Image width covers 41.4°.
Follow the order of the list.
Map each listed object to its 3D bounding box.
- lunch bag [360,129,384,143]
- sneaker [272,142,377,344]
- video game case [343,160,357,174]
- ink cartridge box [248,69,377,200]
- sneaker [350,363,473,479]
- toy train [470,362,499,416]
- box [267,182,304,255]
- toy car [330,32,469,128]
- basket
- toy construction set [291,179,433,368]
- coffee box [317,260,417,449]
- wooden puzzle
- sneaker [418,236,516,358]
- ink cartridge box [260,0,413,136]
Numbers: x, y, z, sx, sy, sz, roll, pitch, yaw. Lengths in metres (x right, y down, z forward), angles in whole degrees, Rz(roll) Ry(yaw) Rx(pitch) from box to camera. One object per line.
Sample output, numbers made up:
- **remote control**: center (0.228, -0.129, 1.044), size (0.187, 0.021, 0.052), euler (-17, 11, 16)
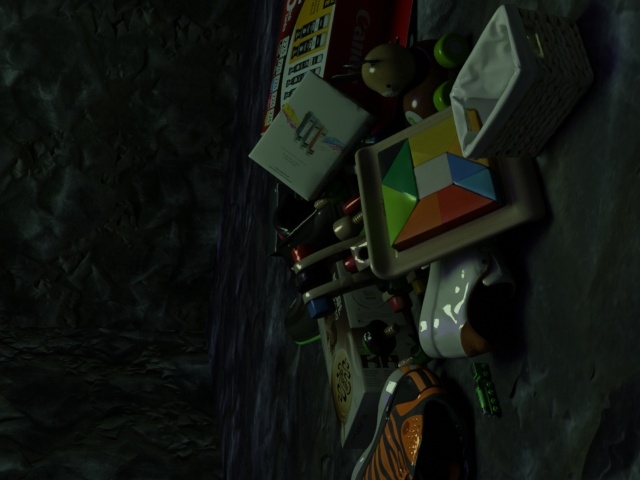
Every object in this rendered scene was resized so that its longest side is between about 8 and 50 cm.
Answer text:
- **lunch bag**: center (0.075, -0.193, 1.678), size (0.151, 0.096, 0.128), euler (16, 98, 60)
- **sneaker**: center (0.000, 0.000, 1.643), size (0.185, 0.202, 0.482), euler (-81, 7, -55)
- **video game case**: center (0.126, -0.133, 1.360), size (0.157, 0.143, 0.019), euler (-157, 50, -73)
- **ink cartridge box**: center (-0.009, -0.173, 1.407), size (0.176, 0.127, 0.128), euler (-53, -4, 9)
- **sneaker**: center (0.132, 0.360, 1.263), size (0.180, 0.125, 0.320), euler (-131, 46, -71)
- **toy train**: center (0.223, 0.202, 1.151), size (0.017, 0.024, 0.083), euler (110, 158, -47)
- **box**: center (-0.033, -0.041, 1.910), size (0.093, 0.158, 0.155), euler (155, 118, -74)
- **toy car**: center (0.117, -0.249, 1.327), size (0.155, 0.189, 0.148), euler (153, 119, -73)
- **basket**: center (0.239, -0.184, 1.019), size (0.167, 0.103, 0.113), euler (115, 154, -56)
- **toy construction set**: center (0.114, -0.008, 1.311), size (0.237, 0.258, 0.308), euler (-38, 39, 34)
- **coffee box**: center (0.085, 0.193, 1.485), size (0.297, 0.119, 0.168), euler (-102, 20, -44)
- **wooden puzzle**: center (0.159, -0.083, 1.123), size (0.239, 0.044, 0.220), euler (-22, 55, 24)
- **sneaker**: center (0.215, 0.017, 1.138), size (0.123, 0.106, 0.290), euler (-6, 72, 44)
- **ink cartridge box**: center (0.031, -0.347, 1.583), size (0.272, 0.130, 0.309), euler (-9, 69, 56)
